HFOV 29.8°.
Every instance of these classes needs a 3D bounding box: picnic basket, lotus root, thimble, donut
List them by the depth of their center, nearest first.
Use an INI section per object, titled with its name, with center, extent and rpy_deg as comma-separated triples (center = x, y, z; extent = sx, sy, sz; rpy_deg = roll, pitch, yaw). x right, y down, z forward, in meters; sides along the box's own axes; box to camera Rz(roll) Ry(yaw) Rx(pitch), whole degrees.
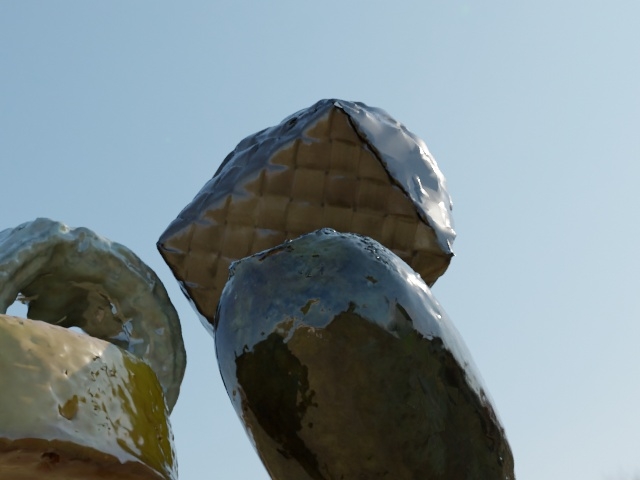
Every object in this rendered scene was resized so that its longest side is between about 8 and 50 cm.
[donut]
center = -0.215, 0.122, 0.719
extent = 0.277, 0.109, 0.277
rpy_deg = -2, -23, -1
[lotus root]
center = 0.033, 0.118, 0.840
extent = 0.160, 0.275, 0.152
rpy_deg = -34, 6, -30
[thimble]
center = -0.304, 0.120, 1.331
extent = 0.291, 0.292, 0.195
rpy_deg = 3, -10, -35
[picnic basket]
center = 0.000, 0.000, 1.434
extent = 0.337, 0.293, 0.337
rpy_deg = -36, -4, -3
